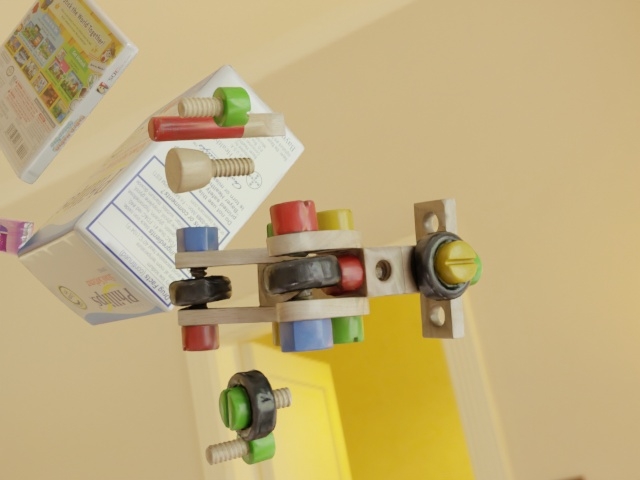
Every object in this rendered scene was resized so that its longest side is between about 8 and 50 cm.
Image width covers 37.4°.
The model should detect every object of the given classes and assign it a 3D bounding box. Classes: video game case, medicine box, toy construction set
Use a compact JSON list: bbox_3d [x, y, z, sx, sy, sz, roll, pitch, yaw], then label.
[{"bbox_3d":[-0.336,-0.207,1.163,0.206,0.227,0.026,-49,-41,7],"label":"video game case"},{"bbox_3d":[-0.206,-0.048,1.199,0.289,0.149,0.263,-52,19,-27],"label":"medicine box"},{"bbox_3d":[0.000,0.000,0.851,0.237,0.309,0.257,-7,-27,-31],"label":"toy construction set"}]

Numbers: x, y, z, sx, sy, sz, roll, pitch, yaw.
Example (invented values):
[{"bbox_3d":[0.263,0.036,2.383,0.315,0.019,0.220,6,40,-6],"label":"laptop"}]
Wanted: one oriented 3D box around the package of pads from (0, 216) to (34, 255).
[{"bbox_3d":[-0.435,-0.007,1.308,0.083,0.050,0.032,8,1,27],"label":"package of pads"}]
